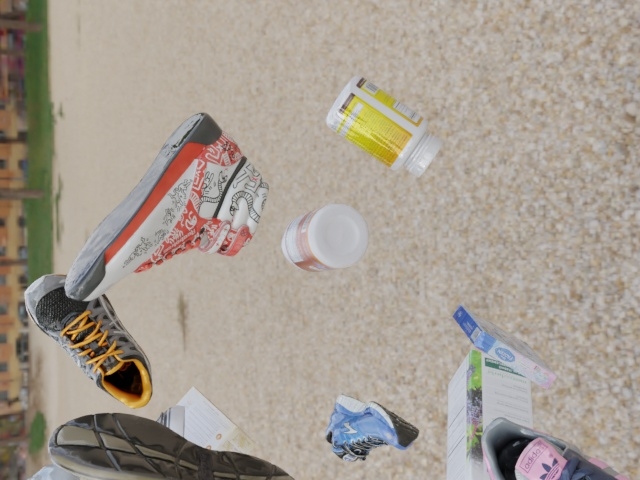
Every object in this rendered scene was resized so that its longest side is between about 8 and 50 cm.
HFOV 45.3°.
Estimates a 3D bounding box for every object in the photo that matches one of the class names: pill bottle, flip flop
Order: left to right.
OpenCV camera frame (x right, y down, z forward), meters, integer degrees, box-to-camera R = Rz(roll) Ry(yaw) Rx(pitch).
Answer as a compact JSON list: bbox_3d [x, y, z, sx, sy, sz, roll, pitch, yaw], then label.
[{"bbox_3d":[-0.152,0.257,0.808,0.112,0.277,0.080,-117,49,-70],"label":"flip flop"},{"bbox_3d":[0.000,0.000,1.492,0.216,0.121,0.121,166,102,-69],"label":"pill bottle"},{"bbox_3d":[0.125,-0.215,1.482,0.117,0.215,0.117,-56,0,0],"label":"pill bottle"}]

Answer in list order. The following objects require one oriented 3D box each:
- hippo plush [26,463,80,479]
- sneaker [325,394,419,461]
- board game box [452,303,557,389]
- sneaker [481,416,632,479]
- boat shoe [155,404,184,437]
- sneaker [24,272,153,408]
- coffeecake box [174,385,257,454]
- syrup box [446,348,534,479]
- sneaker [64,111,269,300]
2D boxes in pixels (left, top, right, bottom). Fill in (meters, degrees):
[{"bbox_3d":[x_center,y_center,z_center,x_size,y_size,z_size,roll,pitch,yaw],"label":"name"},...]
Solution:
[{"bbox_3d":[-0.490,0.568,1.467,0.236,0.294,0.234,37,142,22],"label":"hippo plush"},{"bbox_3d":[0.114,0.468,1.830,0.147,0.130,0.330,-62,19,-18],"label":"sneaker"},{"bbox_3d":[0.185,0.106,0.781,0.020,0.090,0.090,-58,10,9],"label":"board game box"},{"bbox_3d":[0.240,0.250,0.696,0.131,0.112,0.319,49,168,-9],"label":"sneaker"},{"bbox_3d":[-0.235,0.300,1.050,0.228,0.076,0.080,114,158,-45],"label":"boat shoe"},{"bbox_3d":[-0.268,0.122,0.926,0.215,0.084,0.083,53,173,-34],"label":"sneaker"},{"bbox_3d":[-0.217,0.350,1.232,0.142,0.185,0.068,27,160,47],"label":"coffeecake box"},{"bbox_3d":[0.230,0.276,1.039,0.237,0.093,0.096,-79,6,-46],"label":"syrup box"},{"bbox_3d":[-0.162,-0.008,0.889,0.090,0.145,0.270,-5,46,51],"label":"sneaker"}]
